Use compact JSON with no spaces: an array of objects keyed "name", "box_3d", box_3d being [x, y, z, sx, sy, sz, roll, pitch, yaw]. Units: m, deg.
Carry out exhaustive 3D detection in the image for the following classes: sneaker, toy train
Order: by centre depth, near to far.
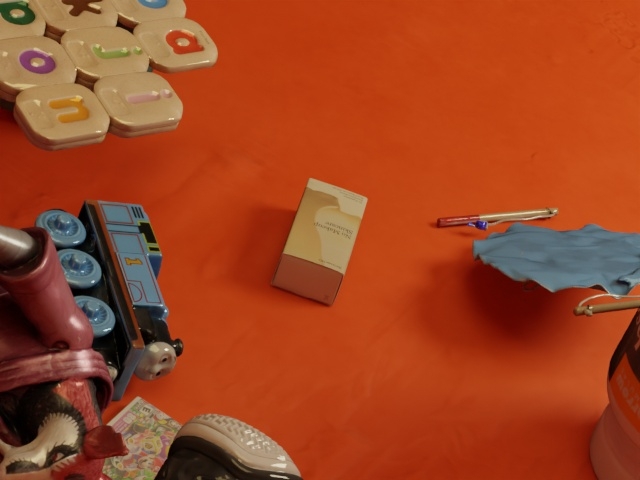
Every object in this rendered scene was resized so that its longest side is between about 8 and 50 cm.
[{"name":"sneaker","box_3d":[-0.022,0.243,1.086,0.268,0.101,0.153,33,49,12]},{"name":"toy train","box_3d":[-0.172,0.043,1.267,0.105,0.080,0.184,3,41,-28]}]

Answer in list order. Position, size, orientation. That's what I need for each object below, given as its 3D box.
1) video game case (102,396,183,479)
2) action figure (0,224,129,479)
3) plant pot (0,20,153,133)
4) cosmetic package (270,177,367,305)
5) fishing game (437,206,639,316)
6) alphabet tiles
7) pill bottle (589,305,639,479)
[{"name":"video game case","box_3d":[-0.113,0.173,1.191,0.122,0.011,0.087,31,40,14]},{"name":"action figure","box_3d":[-0.260,0.077,1.147,0.370,0.248,0.275,36,15,21]},{"name":"plant pot","box_3d":[-0.221,-0.224,1.496,0.165,0.165,0.234,14,45,-7]},{"name":"cosmetic package","box_3d":[0.000,0.000,1.414,0.060,0.041,0.115,18,39,-2]},{"name":"fishing game","box_3d":[0.228,0.022,1.434,0.189,0.041,0.264,-7,20,-26]},{"name":"alphabet tiles","box_3d":[-0.236,-0.184,1.330,0.278,0.021,0.284,-14,56,-36]},{"name":"pill bottle","box_3d":[0.320,0.091,1.251,0.162,0.278,0.162,12,39,-10]}]
